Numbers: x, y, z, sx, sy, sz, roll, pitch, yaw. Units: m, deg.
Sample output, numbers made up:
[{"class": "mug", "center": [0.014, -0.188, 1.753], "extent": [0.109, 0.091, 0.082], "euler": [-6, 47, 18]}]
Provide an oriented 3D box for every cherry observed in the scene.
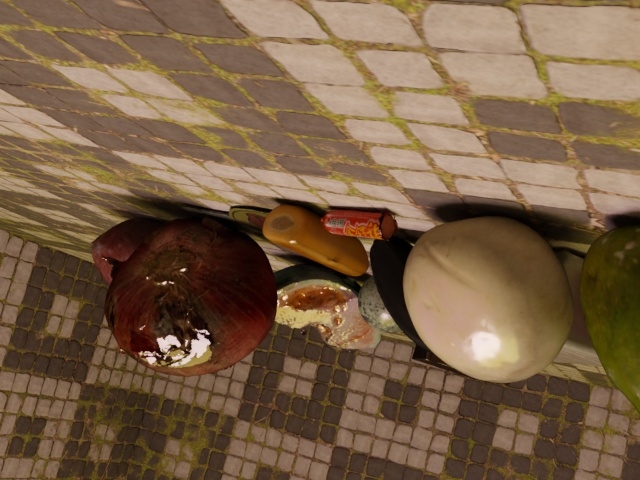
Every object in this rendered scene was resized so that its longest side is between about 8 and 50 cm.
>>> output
[{"class": "cherry", "center": [-0.390, 0.064, 1.975], "extent": [0.307, 0.221, 0.261], "euler": [32, 157, -18]}]

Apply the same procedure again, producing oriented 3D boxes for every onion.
[{"class": "onion", "center": [-0.265, 0.108, 1.698], "extent": [0.354, 0.353, 0.353], "euler": [14, 170, 2]}]

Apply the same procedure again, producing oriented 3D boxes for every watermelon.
[{"class": "watermelon", "center": [0.011, 0.120, 1.998], "extent": [0.322, 0.188, 0.175], "euler": [27, 121, -28]}]

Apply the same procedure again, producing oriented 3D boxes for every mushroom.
[{"class": "mushroom", "center": [0.237, 0.069, 1.179], "extent": [0.246, 0.202, 0.246], "euler": [19, 129, 24]}]

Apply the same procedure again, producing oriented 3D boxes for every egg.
[{"class": "egg", "center": [0.145, 0.130, 1.818], "extent": [0.132, 0.132, 0.172], "euler": [17, -178, -15]}]

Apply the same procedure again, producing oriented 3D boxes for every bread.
[{"class": "bread", "center": [0.000, 0.000, 1.452], "extent": [0.093, 0.073, 0.239], "euler": [11, 170, 35]}]

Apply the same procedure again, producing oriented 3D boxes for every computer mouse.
[{"class": "computer mouse", "center": [0.160, 0.104, 1.373], "extent": [0.138, 0.086, 0.269], "euler": [20, -151, -45]}]

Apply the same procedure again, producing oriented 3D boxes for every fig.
[{"class": "fig", "center": [0.422, 0.133, 1.000], "extent": [0.233, 0.314, 0.233], "euler": [-4, -169, 1]}]

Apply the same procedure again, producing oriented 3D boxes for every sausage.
[{"class": "sausage", "center": [0.051, -0.028, 1.314], "extent": [0.145, 0.048, 0.050], "euler": [8, 163, 45]}]

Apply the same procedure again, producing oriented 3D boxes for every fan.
[{"class": "fan", "center": [-0.108, -0.033, 1.604], "extent": [0.335, 0.011, 0.229], "euler": [11, 170, 17]}]

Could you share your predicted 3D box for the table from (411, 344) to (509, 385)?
[{"class": "table", "center": [0.335, 0.216, 1.910], "extent": [0.193, 0.172, 0.169], "euler": [19, 171, -1]}]

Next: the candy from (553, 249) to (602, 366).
[{"class": "candy", "center": [0.359, 0.116, 1.388], "extent": [0.208, 0.145, 0.359], "euler": [18, 168, -23]}]
